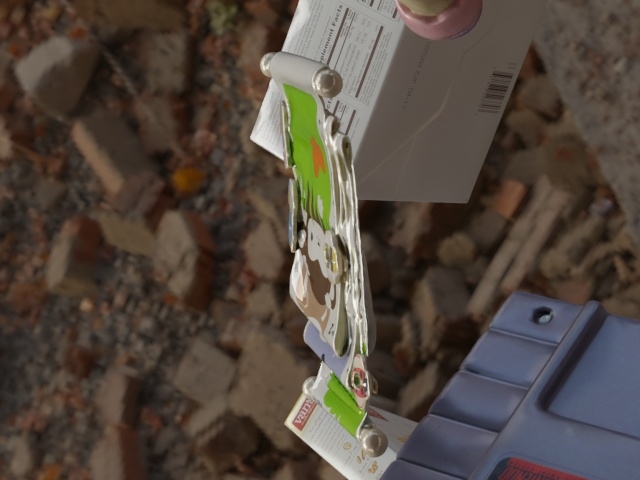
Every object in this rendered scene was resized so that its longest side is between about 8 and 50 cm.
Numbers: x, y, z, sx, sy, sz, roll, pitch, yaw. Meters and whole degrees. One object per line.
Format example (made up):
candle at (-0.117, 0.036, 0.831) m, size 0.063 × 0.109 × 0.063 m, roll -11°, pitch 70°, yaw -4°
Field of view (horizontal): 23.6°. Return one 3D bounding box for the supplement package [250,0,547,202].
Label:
supplement package at (0.084, -0.186, 1.532) m, size 0.145 × 0.204 × 0.261 m, roll 35°, pitch 112°, yaw 37°

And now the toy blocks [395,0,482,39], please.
toy blocks at (0.139, -0.334, 1.152) m, size 0.309 × 0.260 × 0.288 m, roll -33°, pitch 80°, yaw 13°

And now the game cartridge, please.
game cartridge at (0.202, 0.147, 0.811) m, size 0.355 × 0.068 × 0.230 m, roll 12°, pitch 46°, yaw 37°

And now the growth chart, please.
growth chart at (0.000, 0.000, 0.922) m, size 0.172 × 0.021 × 0.237 m, roll -171°, pitch 74°, yaw -75°

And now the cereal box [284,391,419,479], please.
cereal box at (0.102, 0.200, 1.172) m, size 0.240 × 0.173 × 0.047 m, roll 36°, pitch 97°, yaw 45°
